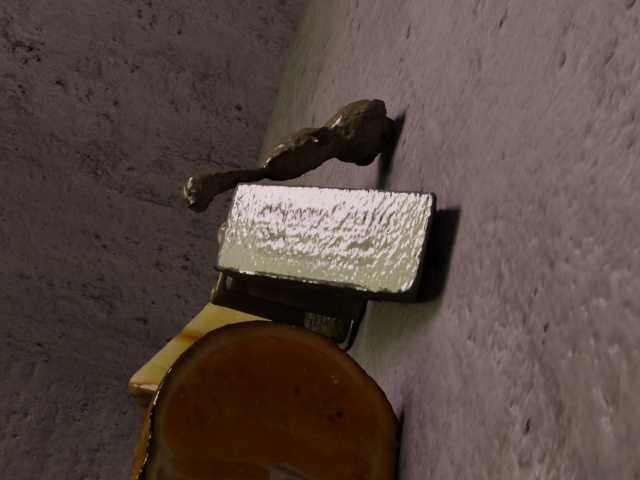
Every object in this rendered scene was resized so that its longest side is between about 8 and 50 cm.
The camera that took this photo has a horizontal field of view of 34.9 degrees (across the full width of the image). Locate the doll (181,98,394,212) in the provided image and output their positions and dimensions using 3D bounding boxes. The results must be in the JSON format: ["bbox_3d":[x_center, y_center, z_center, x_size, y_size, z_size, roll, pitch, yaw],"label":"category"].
[{"bbox_3d":[-0.035,-0.114,1.368,0.202,0.286,0.091,-46,64,47],"label":"doll"}]

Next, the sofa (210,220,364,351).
[{"bbox_3d":[-0.056,0.066,1.412,0.258,0.200,0.181,147,138,-75],"label":"sofa"}]

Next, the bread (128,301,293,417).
[{"bbox_3d":[-0.120,0.307,1.655,0.233,0.245,0.361,-46,-47,-40],"label":"bread"}]

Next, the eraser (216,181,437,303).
[{"bbox_3d":[-0.001,0.000,1.133,0.353,0.077,0.111,6,81,45],"label":"eraser"}]

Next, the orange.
[{"bbox_3d":[-0.051,0.229,0.945,0.274,0.274,0.310,155,128,-79],"label":"orange"}]
